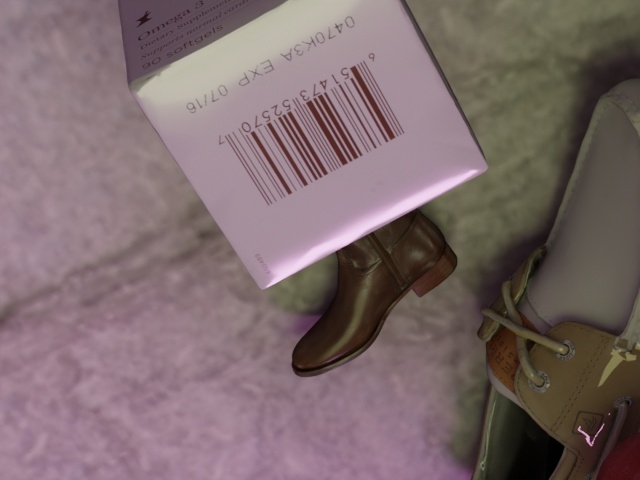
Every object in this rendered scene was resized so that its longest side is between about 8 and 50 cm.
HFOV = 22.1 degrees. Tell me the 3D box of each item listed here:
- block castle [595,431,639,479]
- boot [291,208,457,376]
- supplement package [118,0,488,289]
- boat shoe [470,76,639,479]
[{"bbox_3d":[0.289,0.307,0.749,0.453,0.213,0.303,26,90,-9],"label":"block castle"},{"bbox_3d":[0.000,0.000,0.808,0.106,0.037,0.114,-41,122,-2],"label":"boot"},{"bbox_3d":[-0.016,-0.084,0.676,0.105,0.179,0.105,-29,120,6],"label":"supplement package"},{"bbox_3d":[0.136,0.059,0.823,0.103,0.113,0.302,-7,121,-13],"label":"boat shoe"}]
